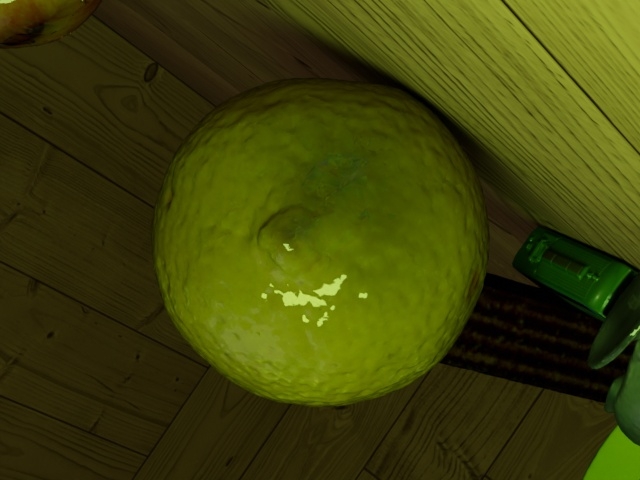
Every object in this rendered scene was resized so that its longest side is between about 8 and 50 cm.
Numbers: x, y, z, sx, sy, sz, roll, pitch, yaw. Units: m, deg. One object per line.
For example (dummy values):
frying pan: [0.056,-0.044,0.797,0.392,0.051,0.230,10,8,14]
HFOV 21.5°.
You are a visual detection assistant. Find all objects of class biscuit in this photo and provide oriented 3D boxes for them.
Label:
biscuit: [0.172,0.076,1.386,0.388,0.073,0.107,17,-175,-43]

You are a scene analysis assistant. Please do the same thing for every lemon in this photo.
lemon: [0.001,0.001,1.126,0.228,0.228,0.253,34,179,-11]

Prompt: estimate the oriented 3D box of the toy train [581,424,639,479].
toy train: [0.376,0.256,1.404,0.272,0.179,0.442,25,-178,34]

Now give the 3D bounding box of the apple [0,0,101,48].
apple: [-0.195,-0.186,1.040,0.146,0.146,0.146,34,180,0]

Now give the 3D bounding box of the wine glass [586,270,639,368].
wine glass: [0.261,0.094,0.973,0.202,0.093,0.093,34,180,-2]

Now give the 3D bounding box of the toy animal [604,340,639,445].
toy animal: [0.299,0.131,1.111,0.236,0.108,0.138,34,179,16]

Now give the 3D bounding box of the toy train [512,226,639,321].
toy train: [0.205,0.029,1.299,0.042,0.044,0.209,34,180,-17]
